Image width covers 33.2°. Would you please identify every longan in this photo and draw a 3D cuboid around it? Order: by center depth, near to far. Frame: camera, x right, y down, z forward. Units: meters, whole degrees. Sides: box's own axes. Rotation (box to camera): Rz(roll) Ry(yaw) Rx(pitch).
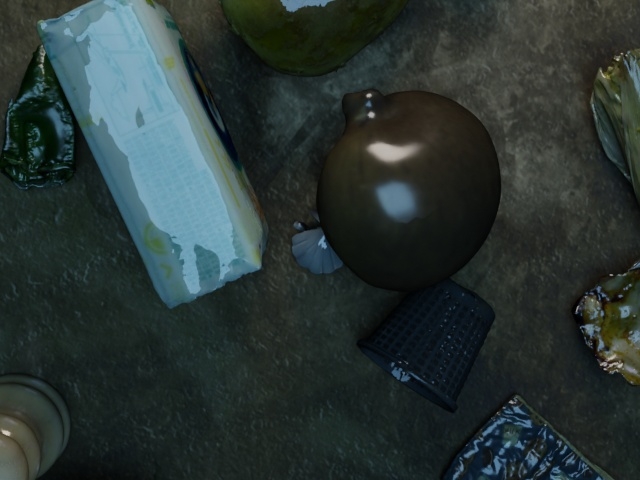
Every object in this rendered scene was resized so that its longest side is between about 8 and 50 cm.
[{"bbox_3d":[0.120,-0.078,1.494,0.243,0.300,0.300,-14,99,34],"label":"longan"}]

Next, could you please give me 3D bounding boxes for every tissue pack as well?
[{"bbox_3d":[-0.210,-0.129,1.448,0.162,0.287,0.388,-24,97,3],"label":"tissue pack"}]

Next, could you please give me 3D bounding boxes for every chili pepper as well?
[{"bbox_3d":[-0.395,-0.175,1.539,0.108,0.062,0.216,8,94,-13],"label":"chili pepper"}]

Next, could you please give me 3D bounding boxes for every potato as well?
[{"bbox_3d":[0.013,-0.359,1.502,0.307,0.173,0.210,-36,96,2],"label":"potato"}]

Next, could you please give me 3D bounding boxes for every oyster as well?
[{"bbox_3d":[0.569,0.087,1.641,0.361,0.096,0.221,-35,93,-1],"label":"oyster"}]

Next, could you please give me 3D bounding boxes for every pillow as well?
[{"bbox_3d":[0.331,0.382,1.678,0.255,0.034,0.189,41,93,-9],"label":"pillow"}]

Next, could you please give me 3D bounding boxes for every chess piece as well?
[{"bbox_3d":[-0.440,0.294,1.460,0.167,0.300,0.167,-1,97,-6],"label":"chess piece"}]

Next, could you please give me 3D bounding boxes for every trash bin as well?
[{"bbox_3d":[0.166,0.139,1.580,0.175,0.175,0.161,36,80,-8],"label":"trash bin"}]

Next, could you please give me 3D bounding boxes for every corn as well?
[{"bbox_3d":[0.503,-0.140,1.594,0.122,0.123,0.305,-27,97,-11],"label":"corn"}]

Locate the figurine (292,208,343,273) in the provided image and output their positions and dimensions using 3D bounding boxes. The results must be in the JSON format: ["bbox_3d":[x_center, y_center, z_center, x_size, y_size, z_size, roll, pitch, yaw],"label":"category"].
[{"bbox_3d":[0.000,0.000,1.593,0.094,0.082,0.086,30,109,3],"label":"figurine"}]
